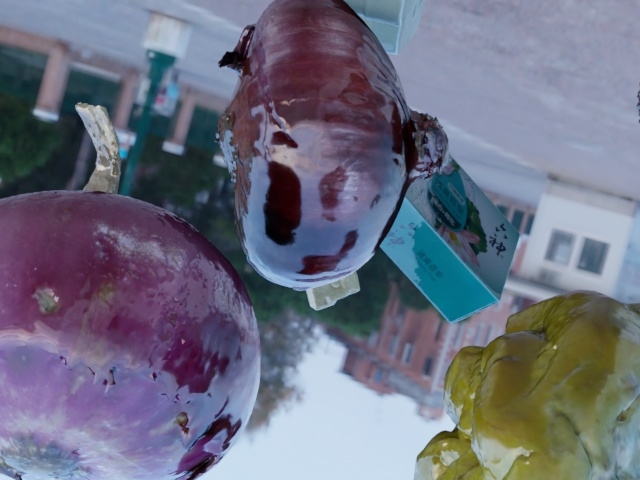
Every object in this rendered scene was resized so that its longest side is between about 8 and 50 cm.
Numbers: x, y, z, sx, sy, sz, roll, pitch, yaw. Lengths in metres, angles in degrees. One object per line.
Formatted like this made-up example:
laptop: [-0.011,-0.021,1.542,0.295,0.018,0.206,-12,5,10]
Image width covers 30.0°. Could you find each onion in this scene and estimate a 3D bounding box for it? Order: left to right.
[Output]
onion: [-0.219,0.090,1.145,0.358,0.358,0.345,17,-137,20]
onion: [0.021,-0.113,1.381,0.285,0.347,0.347,-1,-174,-9]

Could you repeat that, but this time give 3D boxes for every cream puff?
cream puff: [0.183,0.204,0.961,0.291,0.324,0.257,18,168,-37]

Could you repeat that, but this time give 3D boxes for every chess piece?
chess piece: [0.000,0.000,1.809,0.090,0.200,0.090,-12,-171,2]

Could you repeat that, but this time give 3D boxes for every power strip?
power strip: [0.070,-0.362,1.544,0.141,0.229,0.261,15,-153,10]

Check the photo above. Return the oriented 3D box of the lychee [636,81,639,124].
lychee: [0.612,-0.204,1.824,0.264,0.264,0.300,14,174,-29]

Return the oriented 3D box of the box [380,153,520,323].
box: [0.153,-0.029,1.618,0.092,0.153,0.245,-30,112,37]
